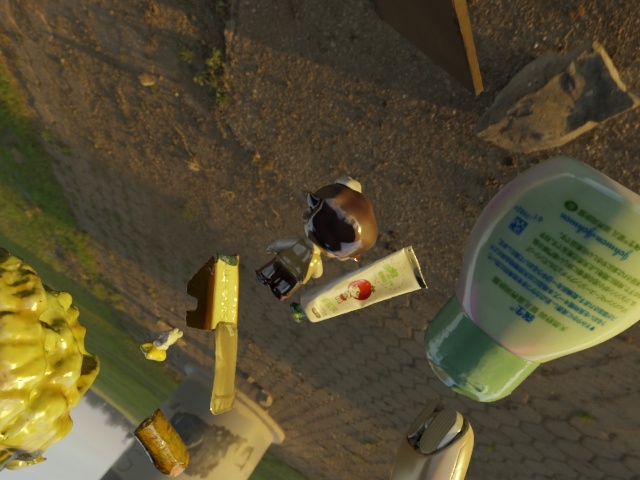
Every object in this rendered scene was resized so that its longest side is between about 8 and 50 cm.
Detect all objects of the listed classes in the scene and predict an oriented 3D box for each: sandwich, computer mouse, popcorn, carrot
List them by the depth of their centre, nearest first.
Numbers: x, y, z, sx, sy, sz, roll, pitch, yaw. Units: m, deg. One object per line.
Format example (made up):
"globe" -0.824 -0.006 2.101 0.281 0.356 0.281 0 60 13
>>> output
"popcorn" -0.458 0.175 0.575 0.279 0.275 0.335 -25 89 40
"computer mouse" 0.180 0.396 0.719 0.082 0.236 0.145 23 173 -3
"carrot" -0.374 0.481 0.988 0.082 0.082 0.173 -1 118 46
"sandwich" -0.312 0.150 1.231 0.128 0.122 0.235 5 91 27

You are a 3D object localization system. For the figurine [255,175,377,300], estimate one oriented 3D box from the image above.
"figurine" 0.001 0.005 1.154 0.218 0.365 0.206 49 -166 10

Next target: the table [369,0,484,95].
"table" 0.157 -0.324 0.378 0.196 0.250 0.282 47 -165 20

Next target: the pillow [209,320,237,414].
"pillow" -0.236 0.311 1.033 0.033 0.217 0.130 -3 166 13

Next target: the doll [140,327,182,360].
"doll" -0.448 0.293 1.187 0.071 0.113 0.135 49 161 4

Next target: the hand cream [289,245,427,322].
"hand cream" 0.083 0.121 1.015 0.336 0.076 0.121 -23 116 15

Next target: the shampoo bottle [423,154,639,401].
"shampoo bottle" 0.277 0.072 0.563 0.222 0.151 0.349 37 115 14
